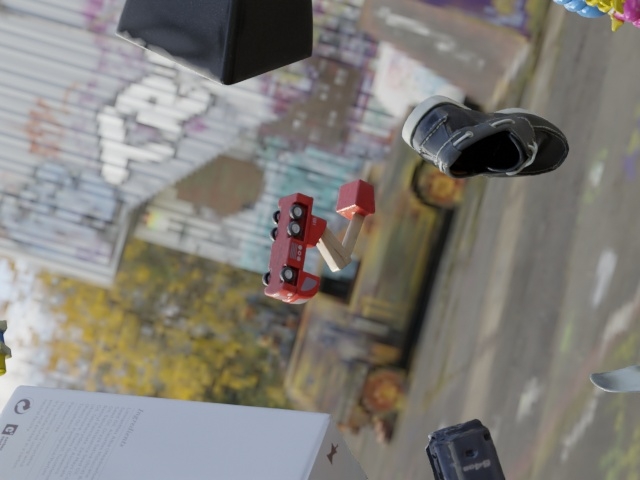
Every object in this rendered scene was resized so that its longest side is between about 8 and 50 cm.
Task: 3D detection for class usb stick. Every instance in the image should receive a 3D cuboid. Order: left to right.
[{"bbox_3d":[0.186,0.331,1.638,0.045,0.077,0.278,114,139,-75],"label":"usb stick"}]

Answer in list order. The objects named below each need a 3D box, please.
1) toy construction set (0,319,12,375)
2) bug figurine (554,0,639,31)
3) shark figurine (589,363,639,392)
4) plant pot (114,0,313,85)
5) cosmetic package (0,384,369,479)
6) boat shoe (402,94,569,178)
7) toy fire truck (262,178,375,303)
[{"bbox_3d":[-0.507,0.127,1.655,0.151,0.328,0.215,61,169,20],"label":"toy construction set"},{"bbox_3d":[0.279,-0.291,1.495,0.072,0.216,0.279,-43,32,43],"label":"bug figurine"},{"bbox_3d":[0.380,0.094,1.587,0.116,0.166,0.278,49,-135,-49],"label":"shark figurine"},{"bbox_3d":[-0.119,-0.320,1.915,0.188,0.187,0.167,-26,-43,-51],"label":"plant pot"},{"bbox_3d":[-0.173,0.318,1.838,0.161,0.453,0.230,-65,-36,-37],"label":"cosmetic package"},{"bbox_3d":[0.186,-0.092,1.591,0.079,0.233,0.084,43,115,37],"label":"boat shoe"},{"bbox_3d":[0.000,0.000,2.027,0.047,0.135,0.192,-17,59,51],"label":"toy fire truck"}]
